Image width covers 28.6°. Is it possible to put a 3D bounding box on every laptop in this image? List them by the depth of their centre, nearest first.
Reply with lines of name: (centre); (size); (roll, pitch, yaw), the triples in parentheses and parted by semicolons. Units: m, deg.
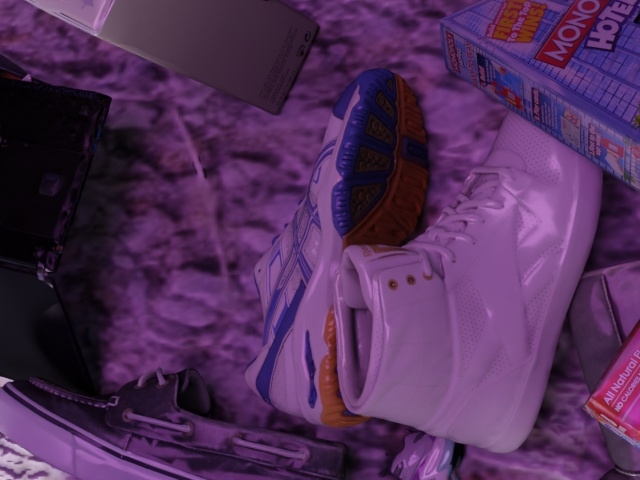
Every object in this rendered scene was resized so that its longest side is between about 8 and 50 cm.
laptop: (-0.299, -0.009, 1.191); (0.234, 0.136, 0.264); (11, 79, 26)

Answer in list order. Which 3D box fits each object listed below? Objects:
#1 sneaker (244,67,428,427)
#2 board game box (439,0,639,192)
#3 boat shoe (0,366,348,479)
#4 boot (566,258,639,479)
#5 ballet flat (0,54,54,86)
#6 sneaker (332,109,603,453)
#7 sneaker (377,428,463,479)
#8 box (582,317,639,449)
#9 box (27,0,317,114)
sneaker: (0.000, 0.000, 1.038); (0.131, 0.112, 0.296); (3, 77, 43)
board game box: (0.198, -0.150, 0.935); (0.194, 0.060, 0.194); (24, 64, 24)
boat shoe: (-0.128, 0.168, 1.089); (0.335, 0.121, 0.119); (18, 85, 15)
boot: (0.214, 0.128, 0.939); (0.190, 0.076, 0.208); (-18, 84, 8)
ballet flat: (-0.317, -0.145, 1.224); (0.203, 0.074, 0.074); (24, 95, 26)
sneaker: (0.103, 0.003, 0.940); (0.108, 0.169, 0.292); (3, 79, 64)
sneaker: (0.077, 0.201, 1.020); (0.069, 0.038, 0.098); (3, 77, 27)
box: (0.300, 0.044, 0.844); (0.128, 0.122, 0.257); (35, 87, 15)
box: (-0.120, -0.190, 1.019); (0.113, 0.275, 0.094); (29, 96, 25)
